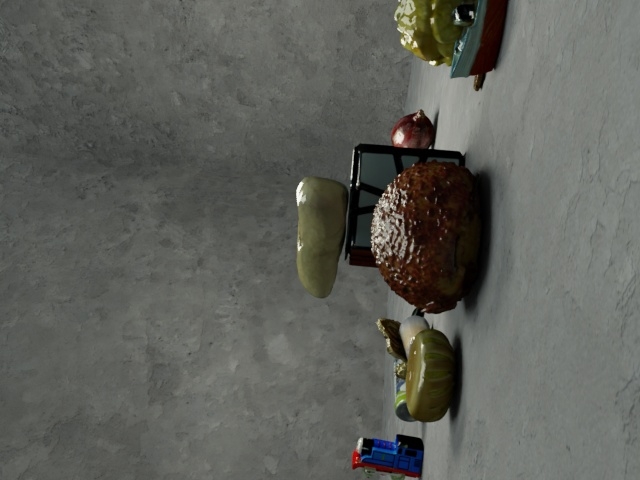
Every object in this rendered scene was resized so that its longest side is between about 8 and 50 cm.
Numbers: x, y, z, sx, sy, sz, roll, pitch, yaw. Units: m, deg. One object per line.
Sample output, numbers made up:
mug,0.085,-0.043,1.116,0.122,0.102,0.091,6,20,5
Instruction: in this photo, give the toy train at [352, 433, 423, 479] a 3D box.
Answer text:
toy train,0.203,0.647,1.838,0.083,0.204,0.131,-70,-11,-80

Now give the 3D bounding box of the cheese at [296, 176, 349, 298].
cheese,0.000,0.000,1.611,0.351,0.130,0.328,-43,-40,-83

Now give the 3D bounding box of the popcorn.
popcorn,0.284,-0.548,1.443,0.286,0.215,0.252,-75,-16,-53

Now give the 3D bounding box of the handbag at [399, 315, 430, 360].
handbag,0.287,0.304,1.826,0.173,0.095,0.117,-85,-2,-63

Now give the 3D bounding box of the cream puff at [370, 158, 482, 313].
cream puff,0.222,-0.010,1.316,0.350,0.229,0.350,3,-90,-86

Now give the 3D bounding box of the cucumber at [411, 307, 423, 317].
cucumber,0.335,0.253,2.100,0.039,0.043,0.163,-36,-24,-23

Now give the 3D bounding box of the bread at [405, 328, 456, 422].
bread,0.258,0.309,1.410,0.213,0.105,0.213,9,-90,-87

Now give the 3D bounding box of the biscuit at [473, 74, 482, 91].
biscuit,0.362,-0.387,1.398,0.082,0.016,0.092,47,-131,-79

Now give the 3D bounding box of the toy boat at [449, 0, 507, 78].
toy boat,0.306,-0.499,1.257,0.145,0.133,0.331,-65,-20,-84

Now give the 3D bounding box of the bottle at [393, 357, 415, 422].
bottle,0.283,0.434,1.975,0.330,0.093,0.093,-80,-6,-60

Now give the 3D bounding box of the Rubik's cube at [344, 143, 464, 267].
Rubik's cube,0.215,-0.076,1.635,0.283,0.294,0.288,92,-178,-79

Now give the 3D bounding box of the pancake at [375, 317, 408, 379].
pancake,0.261,0.347,1.909,0.257,0.056,0.212,23,-145,-48

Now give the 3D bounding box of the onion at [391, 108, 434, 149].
onion,0.342,-0.398,2.215,0.195,0.159,0.159,110,170,-52
